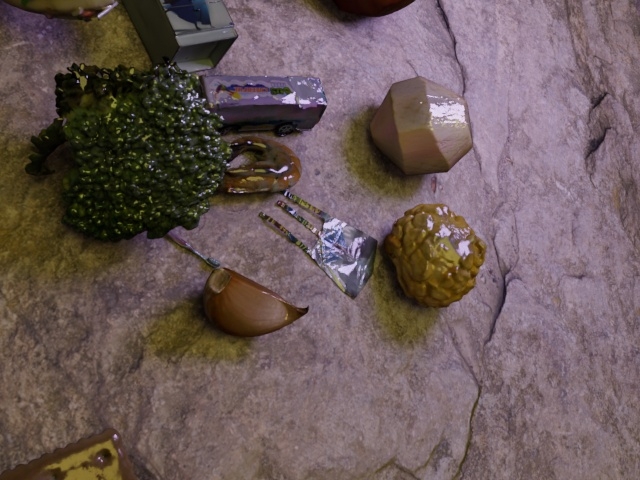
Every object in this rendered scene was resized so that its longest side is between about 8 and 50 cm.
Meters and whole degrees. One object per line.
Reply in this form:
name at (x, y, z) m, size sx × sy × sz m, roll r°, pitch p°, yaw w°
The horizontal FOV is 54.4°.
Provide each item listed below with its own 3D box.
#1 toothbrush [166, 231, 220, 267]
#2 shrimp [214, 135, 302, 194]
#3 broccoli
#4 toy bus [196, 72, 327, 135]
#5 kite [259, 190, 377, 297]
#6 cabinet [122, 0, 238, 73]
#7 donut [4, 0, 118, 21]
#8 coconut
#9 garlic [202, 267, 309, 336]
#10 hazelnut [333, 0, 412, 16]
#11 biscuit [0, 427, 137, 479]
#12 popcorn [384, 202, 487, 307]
toothbrush at (-0.282, -0.001, 1.240) m, size 0.193 × 0.019 × 0.013 m, roll 35°, pitch 59°, yaw -14°
shrimp at (-0.153, -0.169, 1.349) m, size 0.254 × 0.059 × 0.145 m, roll -7°, pitch 68°, yaw -29°
broccoli at (-0.339, -0.159, 1.111) m, size 0.324 × 0.272 × 0.335 m, roll -31°, pitch 121°, yaw -34°
toy bus at (-0.135, -0.302, 1.367) m, size 0.316 × 0.138 × 0.113 m, roll -10°, pitch 80°, yaw -32°
kite at (0.001, -0.001, 1.416) m, size 0.309 × 0.015 × 0.169 m, roll 31°, pitch 60°, yaw -19°
cabinet at (-0.300, -0.480, 1.322) m, size 0.145 × 0.150 × 0.206 m, roll -24°, pitch 87°, yaw -36°
donut at (-0.506, -0.588, 1.185) m, size 0.307 × 0.150 × 0.371 m, roll 6°, pitch 61°, yaw 2°
coconut at (0.248, -0.284, 1.554) m, size 0.259 × 0.259 × 0.260 m, roll 11°, pitch 67°, yaw -28°
garlic at (-0.144, 0.121, 1.227) m, size 0.206 × 0.128 × 0.115 m, roll 20°, pitch 19°, yaw -28°
hazelnut at (0.156, -0.768, 1.604) m, size 0.365 × 0.365 × 0.366 m, roll 11°, pitch 67°, yaw -28°
biscuit at (-0.437, 0.450, 0.966) m, size 0.324 × 0.044 × 0.217 m, roll -14°, pitch 82°, yaw -35°
popcorn at (0.275, 0.029, 1.476) m, size 0.250 × 0.190 × 0.251 m, roll 6°, pitch 71°, yaw -17°
